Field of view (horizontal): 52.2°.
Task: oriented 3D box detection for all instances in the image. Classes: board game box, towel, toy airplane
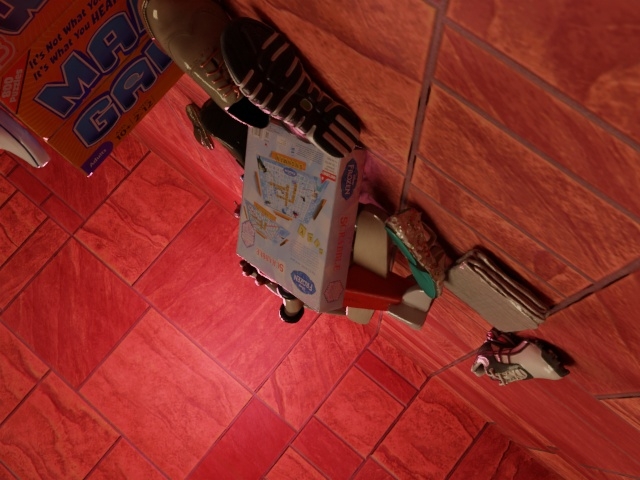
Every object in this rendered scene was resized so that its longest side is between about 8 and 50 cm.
[{"bbox_3d":[-0.053,-0.065,1.312,0.065,0.318,0.318,-7,-155,-36],"label":"board game box"},{"bbox_3d":[-0.462,-0.397,1.104,0.356,0.356,0.356,38,171,11],"label":"board game box"},{"bbox_3d":[0.332,0.102,1.276,0.187,0.049,0.282,41,172,5],"label":"towel"},{"bbox_3d":[0.098,0.063,1.524,0.386,0.273,0.384,-24,135,39],"label":"toy airplane"}]

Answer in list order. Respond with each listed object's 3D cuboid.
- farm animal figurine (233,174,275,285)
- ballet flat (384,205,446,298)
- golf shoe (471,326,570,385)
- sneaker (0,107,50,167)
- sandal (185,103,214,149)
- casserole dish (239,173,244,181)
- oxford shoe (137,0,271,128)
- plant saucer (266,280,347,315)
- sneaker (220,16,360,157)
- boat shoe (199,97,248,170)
[{"bbox_3d":[-0.092,-0.017,1.890,0.326,0.330,0.172,8,169,5],"label":"farm animal figurine"},{"bbox_3d":[0.205,0.025,1.283,0.091,0.077,0.241,42,170,48],"label":"ballet flat"},{"bbox_3d":[0.444,0.281,1.458,0.105,0.120,0.273,44,169,-12],"label":"golf shoe"},{"bbox_3d":[-0.572,-0.193,1.094,0.094,0.091,0.258,32,168,39],"label":"sneaker"},{"bbox_3d":[-0.343,-0.335,1.914,0.072,0.049,0.180,28,151,30],"label":"sandal"},{"bbox_3d":[-0.185,-0.168,2.085,0.188,0.037,0.114,30,167,49],"label":"casserole dish"},{"bbox_3d":[-0.166,-0.300,1.076,0.130,0.123,0.348,51,-173,24],"label":"oxford shoe"},{"bbox_3d":[0.009,0.097,2.036,0.400,0.101,0.400,14,-160,-5],"label":"plant saucer"},{"bbox_3d":[-0.070,-0.242,1.083,0.281,0.106,0.162,43,173,-24],"label":"sneaker"},{"bbox_3d":[-0.143,-0.208,1.527,0.324,0.122,0.120,47,177,8],"label":"boat shoe"}]
